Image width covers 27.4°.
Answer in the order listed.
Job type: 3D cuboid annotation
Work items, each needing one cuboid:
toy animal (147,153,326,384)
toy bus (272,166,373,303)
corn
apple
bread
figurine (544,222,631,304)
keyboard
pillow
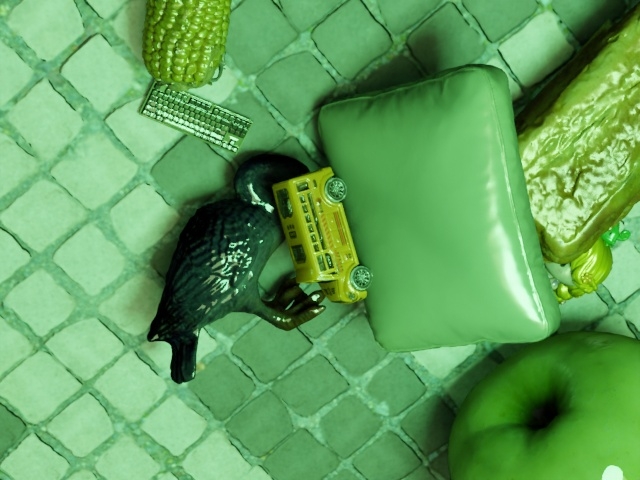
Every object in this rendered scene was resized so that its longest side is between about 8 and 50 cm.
[{"bbox_3d":[-0.098,0.038,1.589,0.298,0.122,0.185,-44,119,-4],"label":"toy animal"},{"bbox_3d":[0.000,0.000,1.541,0.074,0.069,0.162,-17,92,-28],"label":"toy bus"},{"bbox_3d":[-0.140,-0.307,1.443,0.106,0.106,0.293,2,113,-13],"label":"corn"},{"bbox_3d":[0.348,0.293,1.680,0.357,0.357,0.357,-4,114,-10],"label":"apple"},{"bbox_3d":[0.348,-0.132,1.591,0.344,0.149,0.195,-43,94,6],"label":"bread"},{"bbox_3d":[0.336,0.030,1.699,0.156,0.094,0.115,-45,146,19],"label":"figurine"},{"bbox_3d":[-0.147,-0.146,1.557,0.129,0.015,0.049,22,107,-20],"label":"keyboard"},{"bbox_3d":[0.135,-0.029,1.527,0.120,0.255,0.322,-19,97,-50],"label":"pillow"}]
